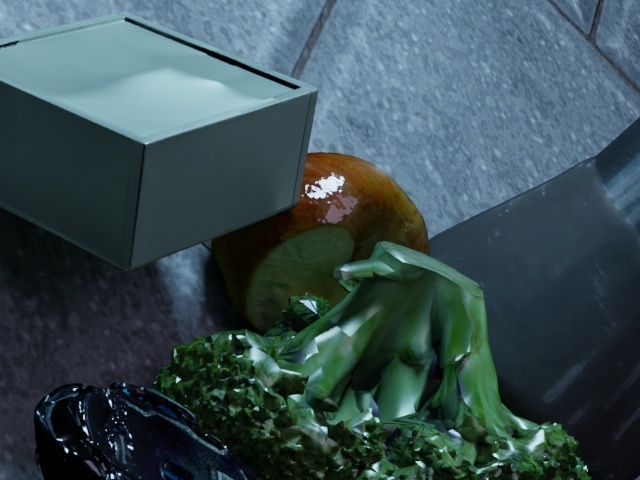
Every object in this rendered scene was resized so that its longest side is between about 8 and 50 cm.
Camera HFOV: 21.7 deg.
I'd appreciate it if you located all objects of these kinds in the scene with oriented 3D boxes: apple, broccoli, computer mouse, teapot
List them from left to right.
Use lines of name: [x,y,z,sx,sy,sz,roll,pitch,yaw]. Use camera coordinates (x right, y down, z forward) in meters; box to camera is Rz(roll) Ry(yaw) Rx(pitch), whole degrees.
computer mouse: [-0.103,0.176,1.089,0.241,0.077,0.146,37,23,-29]
apple: [0.000,0.000,1.544,0.195,0.173,0.160,27,49,-38]
broccoli: [0.037,0.164,1.327,0.413,0.310,0.321,15,40,-60]
teapot: [0.308,0.042,1.624,0.306,0.361,0.376,56,21,23]

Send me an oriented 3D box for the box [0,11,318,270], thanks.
box: [-0.164,-0.088,1.397,0.225,0.117,0.225,25,28,29]
